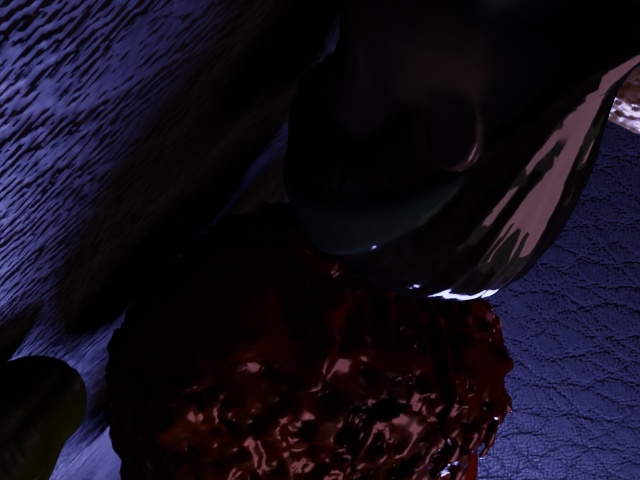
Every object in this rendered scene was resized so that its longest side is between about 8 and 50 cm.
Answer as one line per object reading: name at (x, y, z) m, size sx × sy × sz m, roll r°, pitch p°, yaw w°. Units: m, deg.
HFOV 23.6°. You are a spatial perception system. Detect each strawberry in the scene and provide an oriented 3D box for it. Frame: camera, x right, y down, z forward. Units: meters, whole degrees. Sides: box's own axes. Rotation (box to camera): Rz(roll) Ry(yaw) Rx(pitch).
strawberry at (-0.017, 0.060, 0.678) m, size 0.201 × 0.186 × 0.184 m, roll 39°, pitch 50°, yaw -62°

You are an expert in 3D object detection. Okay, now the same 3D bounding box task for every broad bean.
broad bean at (-0.147, 0.116, 0.496) m, size 0.213 × 0.048 × 0.070 m, roll -50°, pitch 177°, yaw -28°

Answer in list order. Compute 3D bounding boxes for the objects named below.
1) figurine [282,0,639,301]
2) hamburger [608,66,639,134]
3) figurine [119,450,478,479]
figurine at (0.073, -0.089, 0.511) m, size 0.245 × 0.110 × 0.138 m, roll -59°, pitch 175°, yaw 29°
hamburger at (0.243, -0.167, 0.921) m, size 0.244 × 0.244 × 0.163 m, roll -52°, pitch -164°, yaw 50°
figurine at (0.003, 0.106, 1.110) m, size 0.306 × 0.241 × 0.412 m, roll -40°, pitch -167°, yaw 39°
